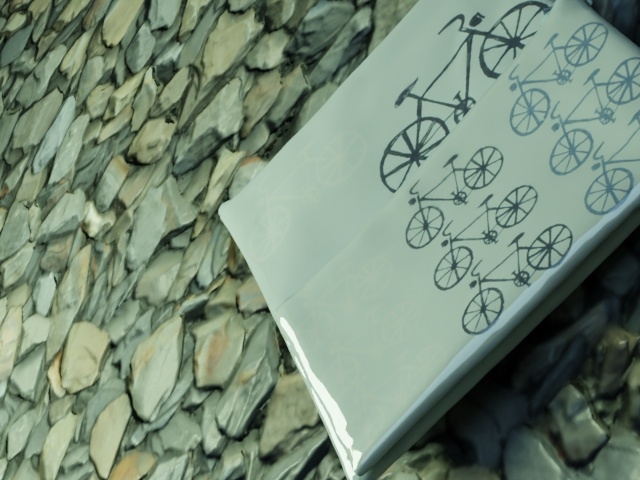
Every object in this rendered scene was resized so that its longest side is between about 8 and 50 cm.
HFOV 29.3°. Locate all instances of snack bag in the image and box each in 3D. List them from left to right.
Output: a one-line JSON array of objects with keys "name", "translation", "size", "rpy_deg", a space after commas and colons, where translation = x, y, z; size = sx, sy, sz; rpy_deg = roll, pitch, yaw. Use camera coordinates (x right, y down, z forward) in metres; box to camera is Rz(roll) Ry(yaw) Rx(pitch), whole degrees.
[{"name": "snack bag", "translation": [0.074, -0.048, 0.854], "size": [0.323, 0.037, 0.342], "rpy_deg": [-47, 37, 13]}]
